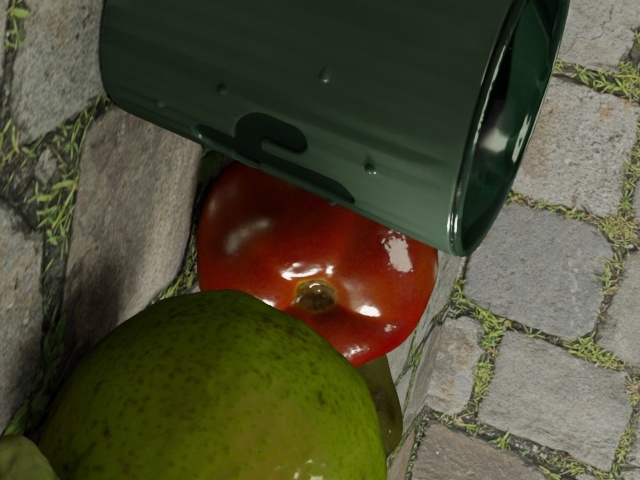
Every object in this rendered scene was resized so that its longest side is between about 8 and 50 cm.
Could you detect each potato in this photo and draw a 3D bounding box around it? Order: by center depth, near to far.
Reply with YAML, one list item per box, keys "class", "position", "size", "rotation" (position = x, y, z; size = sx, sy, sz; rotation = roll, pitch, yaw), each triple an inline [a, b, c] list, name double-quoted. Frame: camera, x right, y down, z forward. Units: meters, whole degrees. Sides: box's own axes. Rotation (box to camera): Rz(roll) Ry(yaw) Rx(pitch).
- class: "potato"
  position: [0.028, 0.287, 2.604]
  size: [0.218, 0.202, 0.351]
  rotation: [36, 60, -64]

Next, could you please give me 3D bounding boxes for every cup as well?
- class: "cup"
  position: [0.023, -0.153, 1.549]
  size: [0.310, 0.392, 0.401]
  rotation: [-55, 159, -46]

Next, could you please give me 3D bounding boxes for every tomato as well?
- class: "tomato"
  position: [0.000, 0.000, 1.921]
  size: [0.226, 0.299, 0.298]
  rotation: [-82, -178, -56]

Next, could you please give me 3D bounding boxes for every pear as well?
- class: "pear"
  position: [-0.119, 0.249, 1.634]
  size: [0.391, 0.391, 0.391]
  rotation: [19, 90, -76]

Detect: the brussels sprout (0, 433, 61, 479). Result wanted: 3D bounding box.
- class: "brussels sprout"
  position: [-0.293, 0.267, 1.455]
  size: [0.131, 0.145, 0.183]
  rotation: [-47, 179, 41]
